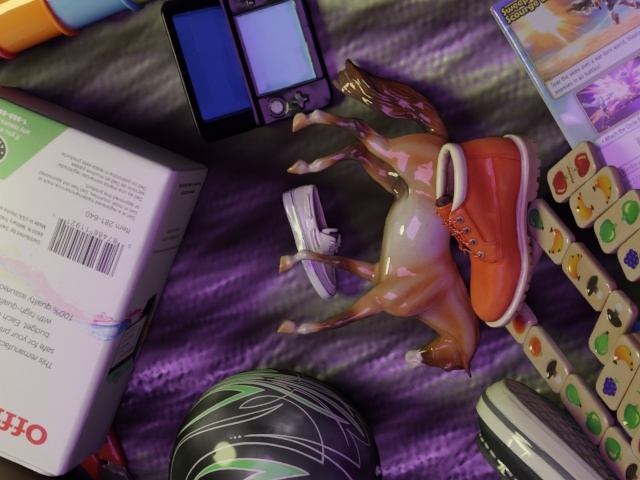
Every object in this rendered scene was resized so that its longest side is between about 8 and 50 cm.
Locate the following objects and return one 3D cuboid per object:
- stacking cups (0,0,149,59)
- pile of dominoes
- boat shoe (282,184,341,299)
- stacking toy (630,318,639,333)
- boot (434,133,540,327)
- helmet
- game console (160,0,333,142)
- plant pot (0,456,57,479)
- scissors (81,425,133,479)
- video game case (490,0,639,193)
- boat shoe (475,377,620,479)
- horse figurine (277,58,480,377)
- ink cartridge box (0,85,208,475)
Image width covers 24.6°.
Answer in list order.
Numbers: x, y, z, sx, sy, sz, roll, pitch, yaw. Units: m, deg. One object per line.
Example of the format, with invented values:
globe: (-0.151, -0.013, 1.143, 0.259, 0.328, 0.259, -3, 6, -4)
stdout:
stacking cups: (-0.195, -0.228, 1.235, 0.316, 0.096, 0.096, -17, 95, 16)
pile of dominoes: (0.207, 0.056, 1.108, 0.040, 0.251, 0.196, -5, 131, -29)
boat shoe: (0.000, 0.000, 1.257, 0.035, 0.035, 0.100, -19, 88, 16)
stacking toy: (0.386, 0.026, 1.141, 0.165, 0.175, 0.302, 41, 86, -29)
boot: (0.125, -0.006, 1.180, 0.084, 0.059, 0.158, -3, 99, -29)
helmet: (-0.038, 0.187, 1.230, 0.169, 0.169, 0.162, 33, 118, 4)
game console: (-0.059, -0.155, 1.224, 0.107, 0.071, 0.122, -15, 96, 13)
plant pot: (-0.262, 0.327, 1.238, 0.280, 0.323, 0.323, 44, 105, 15)
scissors: (-0.195, 0.218, 1.340, 0.109, 0.021, 0.297, -22, 95, 11)
video game case: (0.309, -0.147, 1.142, 0.269, 0.061, 0.244, -31, 84, 14)
boat shoe: (0.264, 0.333, 1.185, 0.156, 0.187, 0.500, -35, 96, 8)
horse figurine: (0.056, -0.018, 1.219, 0.174, 0.066, 0.263, 4, 93, -5)
ink cartridge box: (-0.245, 0.030, 1.254, 0.201, 0.117, 0.278, 23, 97, 8)
